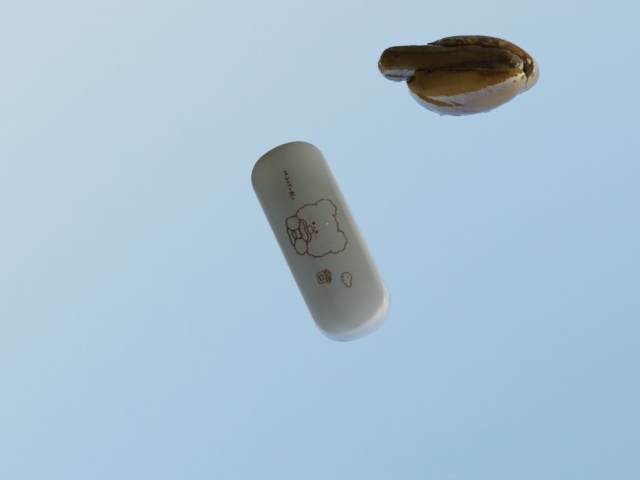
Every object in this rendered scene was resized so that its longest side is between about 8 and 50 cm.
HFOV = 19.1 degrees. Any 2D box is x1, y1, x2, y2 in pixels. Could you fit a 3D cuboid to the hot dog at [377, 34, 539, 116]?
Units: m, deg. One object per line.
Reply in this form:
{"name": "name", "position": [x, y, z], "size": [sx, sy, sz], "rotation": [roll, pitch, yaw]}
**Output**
{"name": "hot dog", "position": [0.123, -0.153, 1.695], "size": [0.140, 0.060, 0.090], "rotation": [6, -140, 35]}

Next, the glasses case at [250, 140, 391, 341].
{"name": "glasses case", "position": [0.000, 0.000, 1.711], "size": [0.074, 0.193, 0.049], "rotation": [-24, 164, -1]}
